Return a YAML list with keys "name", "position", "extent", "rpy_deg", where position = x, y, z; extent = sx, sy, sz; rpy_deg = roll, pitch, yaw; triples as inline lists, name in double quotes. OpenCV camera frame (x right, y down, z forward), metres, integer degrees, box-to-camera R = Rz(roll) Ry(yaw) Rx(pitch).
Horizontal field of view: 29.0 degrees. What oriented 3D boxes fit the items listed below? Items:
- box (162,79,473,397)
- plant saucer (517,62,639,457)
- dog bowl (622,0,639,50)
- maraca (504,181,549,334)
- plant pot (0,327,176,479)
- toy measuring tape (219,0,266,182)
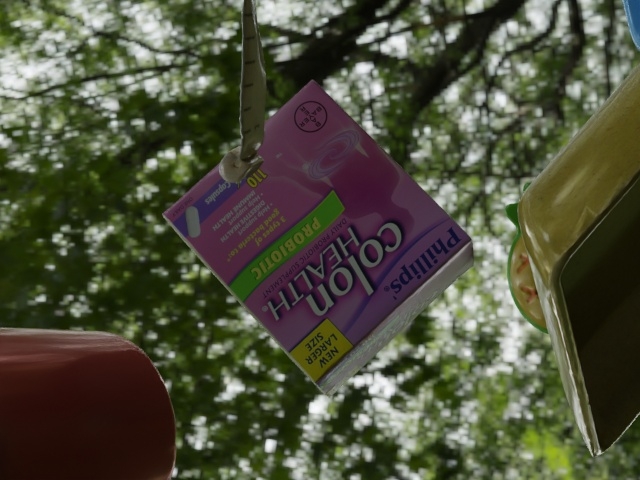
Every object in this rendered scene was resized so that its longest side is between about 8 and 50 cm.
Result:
- name: "box"
  position: [0.000, 0.000, 1.291]
  extent: [0.213, 0.243, 0.117]
  rpy_deg: [-42, -15, -4]
- name: "plant saucer"
  position: [0.266, -0.033, 0.933]
  extent: [0.333, 0.081, 0.333]
  rpy_deg: [-47, -32, -13]
- name: "dog bowl"
  position: [0.370, -0.327, 1.340]
  extent: [0.166, 0.074, 0.297]
  rpy_deg: [91, 173, -65]
- name: "maraca"
  position: [0.278, 0.019, 1.437]
  extent: [0.099, 0.127, 0.186]
  rpy_deg: [31, -130, -78]
- name: "plant pot"
  position: [-0.290, 0.198, 1.187]
  extent: [0.243, 0.275, 0.275]
  rpy_deg: [-8, -84, -49]
- name: "toy measuring tape"
  position: [-0.096, -0.210, 0.891]
  extent: [0.121, 0.121, 0.330]
  rpy_deg: [-13, -71, -46]
